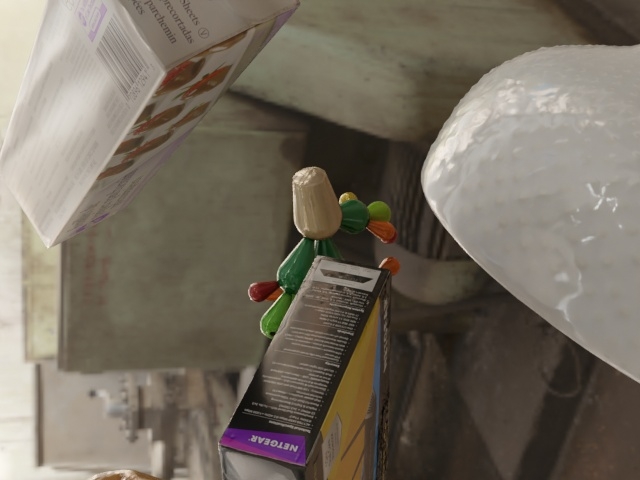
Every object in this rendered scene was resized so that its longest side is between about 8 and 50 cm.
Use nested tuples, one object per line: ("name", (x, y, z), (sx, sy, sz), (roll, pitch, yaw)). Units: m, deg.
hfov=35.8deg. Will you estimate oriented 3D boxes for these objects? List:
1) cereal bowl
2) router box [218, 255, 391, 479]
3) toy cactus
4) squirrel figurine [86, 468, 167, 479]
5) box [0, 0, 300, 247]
("cereal bowl", (0.238, -0.022, 0.587), (0.141, 0.338, 0.339), (-63, 25, 21))
("router box", (-0.002, 0.119, 0.521), (0.133, 0.046, 0.179), (-62, -23, -46))
("toy cactus", (0.000, 0.000, 1.035), (0.112, 0.219, 0.181), (30, 145, 40))
("squirrel figurine", (-0.194, 0.495, 1.185), (0.397, 0.281, 0.371), (-25, 30, 49))
("box", (-0.105, -0.066, 0.488), (0.067, 0.063, 0.324), (58, 155, -1))
